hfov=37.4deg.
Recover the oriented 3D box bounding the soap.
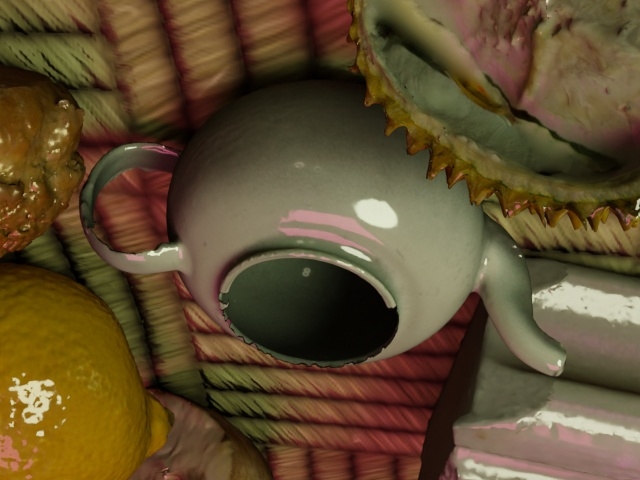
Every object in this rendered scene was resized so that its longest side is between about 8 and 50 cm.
[{"bbox_3d":[0.223,0.158,0.674,0.302,0.159,0.257,13,135,1],"label":"soap"}]

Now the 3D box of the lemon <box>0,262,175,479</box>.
[{"bbox_3d":[-0.223,0.113,0.707,0.244,0.187,0.187,30,136,-28],"label":"lemon"}]

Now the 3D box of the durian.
[{"bbox_3d":[0.115,-0.118,0.419,0.193,0.138,0.237,-40,76,33],"label":"durian"}]

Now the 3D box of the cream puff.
[{"bbox_3d":[-0.214,-0.044,0.548,0.150,0.165,0.115,-5,108,-17],"label":"cream puff"}]

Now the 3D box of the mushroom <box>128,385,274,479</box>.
[{"bbox_3d":[-0.122,0.228,0.849,0.151,0.156,0.286,29,149,-36],"label":"mushroom"}]

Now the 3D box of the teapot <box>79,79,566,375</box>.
[{"bbox_3d":[0.000,0.000,0.569,0.294,0.129,0.193,11,138,0],"label":"teapot"}]
